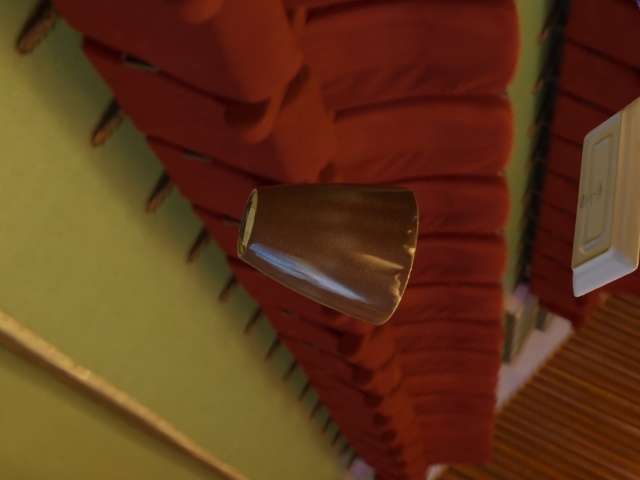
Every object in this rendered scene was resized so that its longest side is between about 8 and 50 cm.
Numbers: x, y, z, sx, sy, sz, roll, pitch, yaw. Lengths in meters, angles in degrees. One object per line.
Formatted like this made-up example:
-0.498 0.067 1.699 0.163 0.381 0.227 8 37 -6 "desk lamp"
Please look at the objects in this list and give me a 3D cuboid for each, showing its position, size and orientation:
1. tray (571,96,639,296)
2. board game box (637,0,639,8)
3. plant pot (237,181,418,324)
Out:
0.395 -0.066 1.541 0.145 0.030 0.270 138 -33 -62 "tray"
0.529 -0.395 1.688 0.033 0.169 0.133 -16 102 -29 "board game box"
0.000 0.000 1.665 0.215 0.230 0.215 -168 -90 -76 "plant pot"
